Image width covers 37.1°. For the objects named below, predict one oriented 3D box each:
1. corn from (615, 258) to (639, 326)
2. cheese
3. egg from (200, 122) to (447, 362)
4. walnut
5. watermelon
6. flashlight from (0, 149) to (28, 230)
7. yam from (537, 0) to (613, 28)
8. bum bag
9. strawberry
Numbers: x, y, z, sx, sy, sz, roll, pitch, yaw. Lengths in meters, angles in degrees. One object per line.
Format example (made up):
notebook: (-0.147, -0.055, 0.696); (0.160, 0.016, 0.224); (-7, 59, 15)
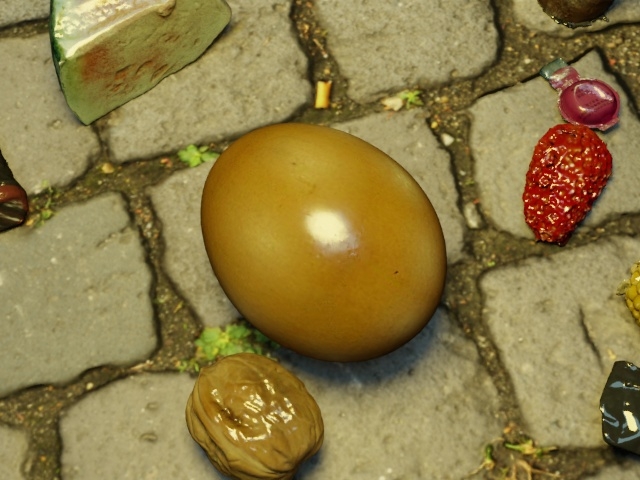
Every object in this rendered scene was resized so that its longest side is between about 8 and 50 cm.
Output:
corn: (0.552, 0.147, 1.209); (0.144, 0.144, 0.387); (-39, 56, -13)
cheese: (0.392, -0.221, 1.447); (0.095, 0.038, 0.145); (-31, 65, -12)
egg: (0.000, 0.000, 1.238); (0.351, 0.282, 0.282); (39, 74, 15)
walnut: (-0.089, 0.226, 1.224); (0.184, 0.155, 0.155); (41, 75, 18)
watermelon: (-0.264, -0.365, 1.445); (0.258, 0.228, 0.387); (14, 75, -3)
flashlight: (-0.503, -0.126, 1.415); (0.093, 0.093, 0.232); (-23, 64, -7)
yam: (0.423, -0.433, 1.411); (0.131, 0.279, 0.131); (3, 71, -8)
bum bag: (0.480, 0.253, 1.244); (0.248, 0.060, 0.123); (23, 70, 9)
strawberry: (0.358, -0.087, 1.372); (0.121, 0.082, 0.188); (18, 67, 5)
